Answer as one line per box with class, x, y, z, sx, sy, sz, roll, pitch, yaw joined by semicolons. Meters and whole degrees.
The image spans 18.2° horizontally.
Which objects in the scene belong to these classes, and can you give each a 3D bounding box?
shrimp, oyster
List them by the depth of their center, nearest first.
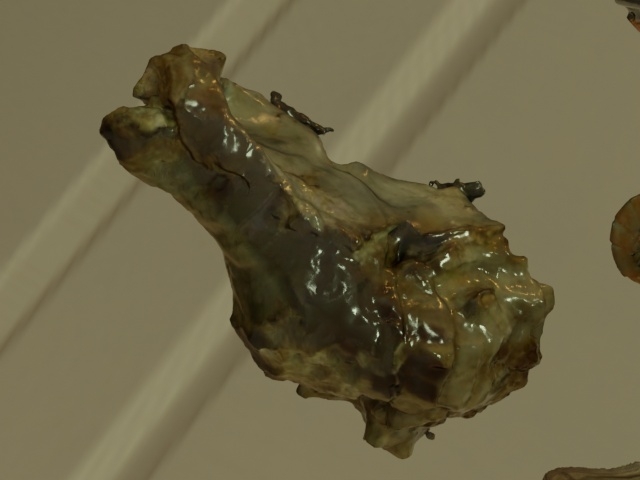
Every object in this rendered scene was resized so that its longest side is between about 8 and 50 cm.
oyster;0.005;-0.005;1.365;0.198;0.337;0.133;-42;179;8
shrimp;0.347;0.019;1.947;0.095;0.045;0.162;-45;111;1

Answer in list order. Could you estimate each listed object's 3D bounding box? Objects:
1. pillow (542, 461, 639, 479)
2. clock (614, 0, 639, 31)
pillow;0.257;0.220;1.527;0.232;0.130;0.038;-2;144;-50
clock;0.361;-0.167;1.730;0.083;0.253;0.186;-43;101;2
